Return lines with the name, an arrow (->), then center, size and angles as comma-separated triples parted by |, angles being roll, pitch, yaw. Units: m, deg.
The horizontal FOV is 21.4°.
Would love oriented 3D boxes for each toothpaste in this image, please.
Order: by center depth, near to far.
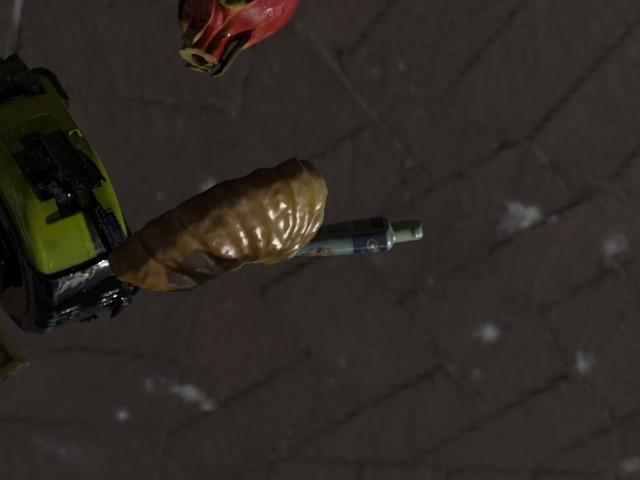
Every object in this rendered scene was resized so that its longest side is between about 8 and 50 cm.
toothpaste -> 0.000, 0.000, 1.777 | 0.216, 0.062, 0.037 | -6, 90, -3

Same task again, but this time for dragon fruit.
dragon fruit -> -0.052, -0.158, 1.042 | 0.086, 0.116, 0.081 | -14, 139, 45

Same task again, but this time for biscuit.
biscuit -> -0.057, -0.008, 1.186 | 0.183, 0.061, 0.118 | -19, 170, -46

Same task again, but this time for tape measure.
tape measure -> -0.225, -0.020, 1.334 | 0.112, 0.186, 0.199 | -26, 153, -24

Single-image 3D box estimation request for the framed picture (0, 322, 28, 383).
framed picture -> -0.313, 0.085, 1.112 | 0.201, 0.010, 0.136 | -36, 92, -17
